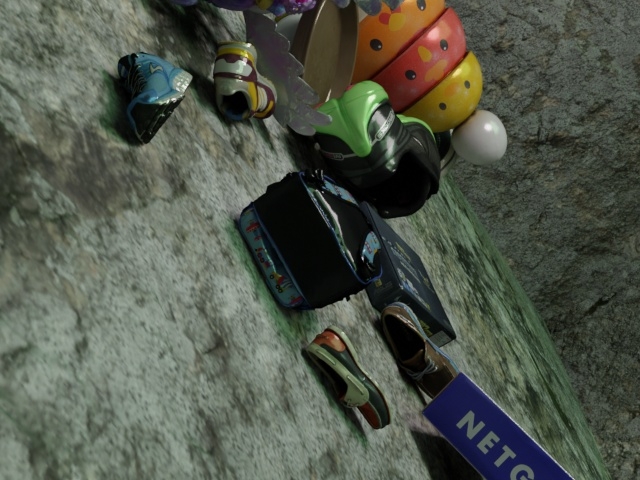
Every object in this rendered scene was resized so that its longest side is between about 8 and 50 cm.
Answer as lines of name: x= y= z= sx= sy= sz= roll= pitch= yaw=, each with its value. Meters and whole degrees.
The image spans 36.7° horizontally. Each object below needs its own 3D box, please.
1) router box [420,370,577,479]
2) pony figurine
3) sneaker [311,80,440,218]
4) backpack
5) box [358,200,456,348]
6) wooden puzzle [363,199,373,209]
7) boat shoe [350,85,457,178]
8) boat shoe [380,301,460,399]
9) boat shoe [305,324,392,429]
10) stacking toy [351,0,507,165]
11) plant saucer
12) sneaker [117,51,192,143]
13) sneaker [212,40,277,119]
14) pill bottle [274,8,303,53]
router box: x=0.313 y=0.348 z=1.332 sx=0.335 sy=0.082 sz=0.301 roll=44 pitch=0 yaw=29
pony figurine: x=-0.084 y=-0.370 z=1.377 sx=0.363 sy=0.303 sz=0.351 roll=10 pitch=37 yaw=-51
sneaker: x=0.112 y=-0.122 z=1.687 sx=0.202 sy=0.185 sz=0.483 roll=68 pitch=18 yaw=13
backpack: x=0.000 y=0.000 z=1.135 sx=0.158 sy=0.117 sz=0.173 roll=61 pitch=14 yaw=5
box: x=0.129 y=0.063 z=1.590 sx=0.233 sy=0.059 sz=0.183 roll=42 pitch=21 yaw=-50
wooden puzzle: x=0.089 y=-0.061 z=1.820 sx=0.049 sy=0.006 sz=0.083 roll=61 pitch=13 yaw=6
boat shoe: x=0.181 y=-0.295 z=2.301 sx=0.156 sy=0.187 sz=0.500 roll=39 pitch=20 yaw=-36
boat shoe: x=0.144 y=0.176 z=1.416 sx=0.183 sy=0.066 sz=0.066 roll=51 pitch=17 yaw=8
boat shoe: x=0.032 y=0.160 z=1.078 sx=0.043 sy=0.049 sz=0.137 roll=-41 pitch=107 yaw=-33
stacking toy: x=0.235 y=-0.357 z=2.070 sx=0.480 sy=0.350 sz=0.350 roll=45 pitch=16 yaw=-8
plant saucer: x=0.004 y=-0.306 z=1.650 sx=0.278 sy=0.041 sz=0.277 roll=13 pitch=90 yaw=-74
sneaker: x=-0.180 y=-0.151 z=0.972 sx=0.073 sy=0.063 sz=0.162 roll=37 pitch=16 yaw=-16
sneaker: x=-0.107 y=-0.191 z=1.294 sx=0.185 sy=0.070 sz=0.083 roll=57 pitch=40 yaw=-68
pill bottle: x=-0.036 y=-0.391 z=1.832 sx=0.117 sy=0.117 sz=0.215 roll=55 pitch=15 yaw=-19
